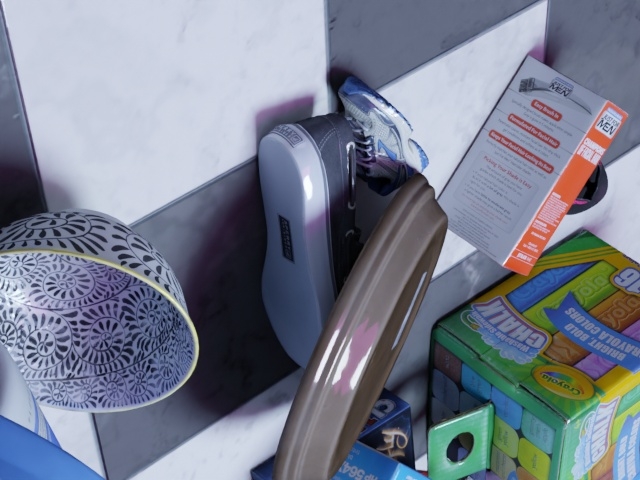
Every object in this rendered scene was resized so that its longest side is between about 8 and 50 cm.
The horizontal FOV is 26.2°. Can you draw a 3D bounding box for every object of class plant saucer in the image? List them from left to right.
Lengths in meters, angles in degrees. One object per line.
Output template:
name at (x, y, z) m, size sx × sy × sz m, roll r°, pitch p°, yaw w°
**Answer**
plant saucer at (0.039, 0.079, 1.106) m, size 0.278 × 0.041 × 0.278 m, roll 23°, pitch 90°, yaw -80°

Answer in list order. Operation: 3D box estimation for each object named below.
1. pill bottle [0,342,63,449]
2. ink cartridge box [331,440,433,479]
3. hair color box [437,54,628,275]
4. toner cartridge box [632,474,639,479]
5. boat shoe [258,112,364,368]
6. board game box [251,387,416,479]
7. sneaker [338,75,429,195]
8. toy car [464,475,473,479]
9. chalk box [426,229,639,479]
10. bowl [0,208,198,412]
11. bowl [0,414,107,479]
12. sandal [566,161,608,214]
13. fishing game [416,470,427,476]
pill bottle at (-0.231, 0.186, 0.902) m, size 0.152 × 0.152 × 0.272 m, roll -38°, pitch 141°, yaw -21°
ink cartridge box at (0.036, 0.297, 1.241) m, size 0.148 × 0.086 × 0.203 m, roll 36°, pitch 79°, yaw -47°
hair color box at (0.182, -0.065, 1.205) m, size 0.053 × 0.093 × 0.167 m, roll 19°, pitch 105°, yaw -54°
toner cartridge box at (0.365, 0.296, 1.636) m, size 0.165 × 0.075 × 0.348 m, roll -13°, pitch 109°, yaw -41°
boat shoe at (0.000, 0.000, 1.078) m, size 0.076 × 0.080 × 0.228 m, roll -28°, pitch 130°, yaw -29°
board game box at (0.023, 0.282, 1.329) m, size 0.165 × 0.042 × 0.243 m, roll -29°, pitch 128°, yaw -30°
sneaker at (0.041, -0.075, 1.076) m, size 0.058 × 0.052 × 0.135 m, roll -45°, pitch 144°, yaw -4°
toy car at (0.186, 0.343, 1.445) m, size 0.238 × 0.210 × 0.219 m, roll -14°, pitch 139°, yaw -45°
chalk box at (0.225, 0.155, 1.365) m, size 0.289 × 0.179 × 0.180 m, roll -31°, pitch 138°, yaw -28°
bowl at (-0.159, 0.033, 0.893) m, size 0.170 × 0.170 × 0.080 m, roll 90°, pitch 4°, yaw -48°
bowl at (-0.252, 0.197, 0.742) m, size 0.391 × 0.391 × 0.077 m, roll 82°, pitch 16°, yaw -45°
sandal at (0.239, -0.065, 1.313) m, size 0.067 × 0.040 × 0.179 m, roll -53°, pitch 145°, yaw 0°
fishing game at (0.026, 0.350, 1.427) m, size 0.189 × 0.041 × 0.264 m, roll 20°, pitch 102°, yaw -54°
